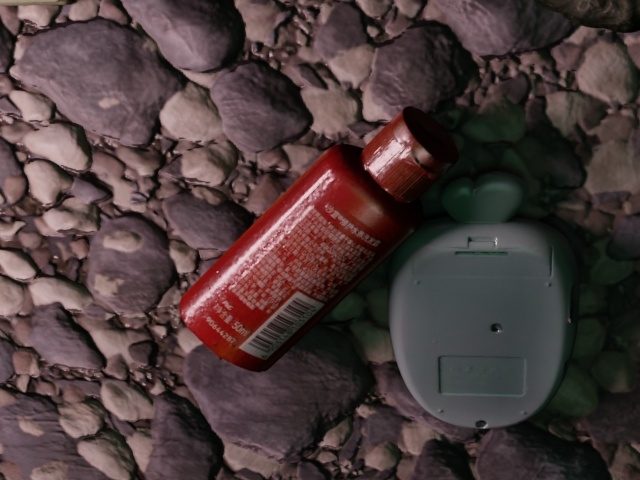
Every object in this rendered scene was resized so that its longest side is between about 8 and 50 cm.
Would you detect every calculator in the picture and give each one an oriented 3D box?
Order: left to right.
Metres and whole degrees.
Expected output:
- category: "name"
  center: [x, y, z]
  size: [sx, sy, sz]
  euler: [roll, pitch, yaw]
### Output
- category: "calculator"
  center: [0.158, 0.066, 1.422]
  size: [0.185, 0.041, 0.299]
  euler: [2, 124, 7]

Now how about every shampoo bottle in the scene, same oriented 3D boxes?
- category: "shampoo bottle"
  center: [0.000, 0.000, 1.381]
  size: [0.118, 0.076, 0.314]
  euler: [37, 119, -14]

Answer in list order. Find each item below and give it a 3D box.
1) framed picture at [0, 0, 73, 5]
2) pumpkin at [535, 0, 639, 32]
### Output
- category: "framed picture"
  center: [-0.374, -0.303, 1.260]
  size: [0.293, 0.018, 0.231]
  euler: [-1, 123, 3]
- category: "pumpkin"
  center: [0.238, -0.261, 1.137]
  size: [0.211, 0.152, 0.212]
  euler: [3, 138, 3]
